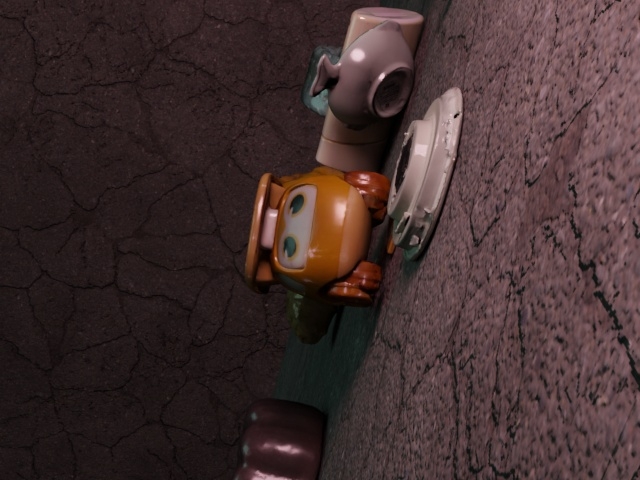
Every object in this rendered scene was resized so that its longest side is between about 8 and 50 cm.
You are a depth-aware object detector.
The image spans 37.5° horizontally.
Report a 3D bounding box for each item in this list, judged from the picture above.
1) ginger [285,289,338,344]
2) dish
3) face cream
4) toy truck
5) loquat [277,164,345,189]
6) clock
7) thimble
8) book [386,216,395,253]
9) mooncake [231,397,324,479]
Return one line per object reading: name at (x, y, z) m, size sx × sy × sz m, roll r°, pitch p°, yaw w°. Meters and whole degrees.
ginger at (0.003, 0.051, 2.057) m, size 0.190 × 0.126 × 0.353 m, roll 99°, pitch -178°, yaw -69°
dish at (0.100, -0.287, 1.725) m, size 0.078 × 0.246 × 0.224 m, roll 40°, pitch 125°, yaw 35°
face cream at (0.090, -0.282, 1.857) m, size 0.081 × 0.174 × 0.348 m, roll 42°, pitch 128°, yaw 39°
toy truck at (0.000, 0.000, 1.512) m, size 0.288 × 0.212 × 0.204 m, roll 75°, pitch -158°, yaw -81°
loquat at (-0.005, -0.021, 1.827) m, size 0.244 × 0.244 × 0.243 m, roll -166°, pitch 90°, yaw -87°
clock at (0.129, -0.090, 1.237) m, size 0.236 × 0.053 × 0.236 m, roll -167°, pitch 90°, yaw -87°
thimble at (0.069, -0.339, 2.090) m, size 0.235 × 0.199 × 0.143 m, roll 42°, pitch 122°, yaw 48°
book at (0.132, -0.078, 1.460) m, size 0.118 × 0.012 × 0.172 m, roll -81°, pitch 6°, yaw -58°
mooncake at (-0.091, 0.444, 1.804) m, size 0.306 × 0.154 × 0.306 m, roll -167°, pitch 90°, yaw -89°
